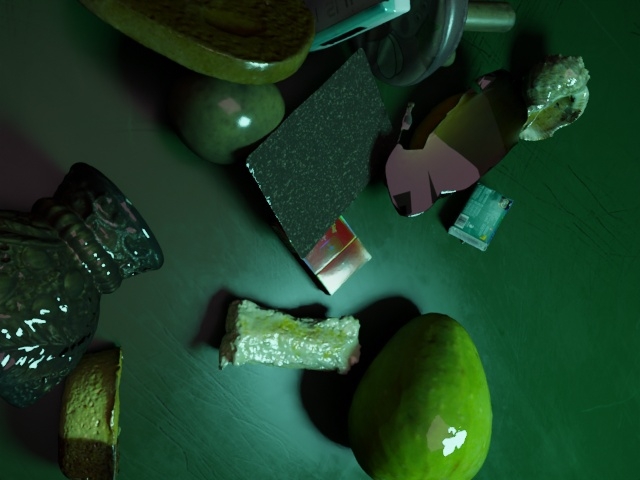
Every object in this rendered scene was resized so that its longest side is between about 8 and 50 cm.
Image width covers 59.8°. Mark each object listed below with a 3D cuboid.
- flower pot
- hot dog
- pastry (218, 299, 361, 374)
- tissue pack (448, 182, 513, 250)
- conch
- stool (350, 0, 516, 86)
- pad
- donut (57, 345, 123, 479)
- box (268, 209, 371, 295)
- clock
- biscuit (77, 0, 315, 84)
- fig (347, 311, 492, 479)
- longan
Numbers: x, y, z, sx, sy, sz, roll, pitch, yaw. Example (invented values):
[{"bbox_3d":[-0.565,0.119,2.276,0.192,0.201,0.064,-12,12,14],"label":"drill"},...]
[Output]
[{"bbox_3d":[-0.379,0.042,0.762,0.267,0.266,0.266,-41,108,-27],"label":"flower pot"},{"bbox_3d":[0.241,-0.190,1.086,0.326,0.107,0.194,-27,94,-10],"label":"hot dog"},{"bbox_3d":[-0.052,0.173,0.990,0.258,0.089,0.121,8,87,-24],"label":"pastry"},{"bbox_3d":[0.328,-0.044,1.149,0.085,0.079,0.111,30,79,13],"label":"tissue pack"},{"bbox_3d":[0.484,-0.293,1.166,0.155,0.130,0.207,35,94,-8],"label":"conch"},{"bbox_3d":[0.182,-0.415,0.962,0.178,0.272,0.272,-20,101,-30],"label":"stool"},{"bbox_3d":[0.020,-0.153,0.963,0.330,0.004,0.220,-50,131,-28],"label":"pad"},{"bbox_3d":[-0.352,0.278,0.854,0.085,0.141,0.217,3,88,-16],"label":"donut"},{"bbox_3d":[0.001,0.000,1.022,0.112,0.048,0.175,-43,109,-15],"label":"box"},{"bbox_3d":[0.038,-0.445,0.894,0.116,0.262,0.231,-16,100,-32],"label":"clock"},{"bbox_3d":[-0.182,-0.371,0.843,0.367,0.063,0.314,27,46,-6],"label":"biscuit"},{"bbox_3d":[0.185,0.289,1.019,0.258,0.258,0.326,25,67,-23],"label":"fig"},{"bbox_3d":[-0.146,-0.203,0.880,0.187,0.167,0.167,-15,100,-30],"label":"longan"}]
